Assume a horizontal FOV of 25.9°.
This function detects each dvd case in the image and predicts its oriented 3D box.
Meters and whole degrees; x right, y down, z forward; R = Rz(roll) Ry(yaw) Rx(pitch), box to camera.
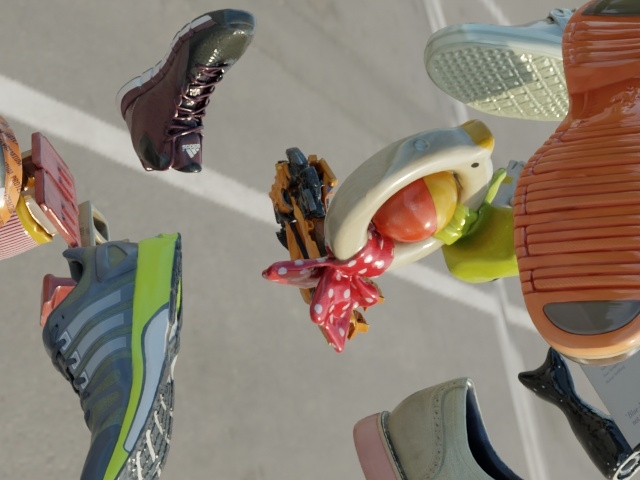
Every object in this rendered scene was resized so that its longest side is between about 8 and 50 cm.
[{"bbox_3d":[0.378,0.104,1.696,0.022,0.180,0.253,1,48,-39],"label":"dvd case"}]

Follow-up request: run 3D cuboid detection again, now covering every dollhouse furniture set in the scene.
[{"bbox_3d":[-0.400,0.036,2.005,0.374,0.201,0.152,58,13,-47],"label":"dollhouse furniture set"}]

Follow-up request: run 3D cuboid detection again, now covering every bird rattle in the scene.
[{"bbox_3d":[0.068,-0.024,1.260,0.207,0.253,0.143,94,-22,-51],"label":"bird rattle"}]

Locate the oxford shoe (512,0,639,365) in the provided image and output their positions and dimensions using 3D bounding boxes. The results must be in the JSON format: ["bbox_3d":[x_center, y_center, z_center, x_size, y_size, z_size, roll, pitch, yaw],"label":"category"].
[{"bbox_3d":[0.217,-0.030,0.955,0.363,0.130,0.133,-66,147,-45],"label":"oxford shoe"}]

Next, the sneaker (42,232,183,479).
[{"bbox_3d":[-0.195,0.120,1.267,0.111,0.121,0.300,89,3,-48],"label":"sneaker"}]

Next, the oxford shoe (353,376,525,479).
[{"bbox_3d":[0.180,0.322,1.372,0.397,0.146,0.140,60,14,13],"label":"oxford shoe"}]

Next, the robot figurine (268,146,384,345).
[{"bbox_3d":[0.000,0.000,2.117,0.211,0.085,0.291,115,-41,-59],"label":"robot figurine"}]

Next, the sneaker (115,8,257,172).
[{"bbox_3d":[-0.163,-0.180,1.861,0.106,0.281,0.162,2,64,-40],"label":"sneaker"}]

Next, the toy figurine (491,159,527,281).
[{"bbox_3d":[0.316,0.005,2.010,0.148,0.213,0.209,-55,160,-10],"label":"toy figurine"}]

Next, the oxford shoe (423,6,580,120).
[{"bbox_3d":[0.329,-0.237,1.783,0.449,0.169,0.130,2,70,-24],"label":"oxford shoe"}]

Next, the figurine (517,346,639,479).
[{"bbox_3d":[0.414,0.193,1.946,0.209,0.215,0.092,47,3,29],"label":"figurine"}]

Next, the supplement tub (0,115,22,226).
[{"bbox_3d":[-0.527,-0.084,1.642,0.316,0.193,0.193,-2,76,-44],"label":"supplement tub"}]
